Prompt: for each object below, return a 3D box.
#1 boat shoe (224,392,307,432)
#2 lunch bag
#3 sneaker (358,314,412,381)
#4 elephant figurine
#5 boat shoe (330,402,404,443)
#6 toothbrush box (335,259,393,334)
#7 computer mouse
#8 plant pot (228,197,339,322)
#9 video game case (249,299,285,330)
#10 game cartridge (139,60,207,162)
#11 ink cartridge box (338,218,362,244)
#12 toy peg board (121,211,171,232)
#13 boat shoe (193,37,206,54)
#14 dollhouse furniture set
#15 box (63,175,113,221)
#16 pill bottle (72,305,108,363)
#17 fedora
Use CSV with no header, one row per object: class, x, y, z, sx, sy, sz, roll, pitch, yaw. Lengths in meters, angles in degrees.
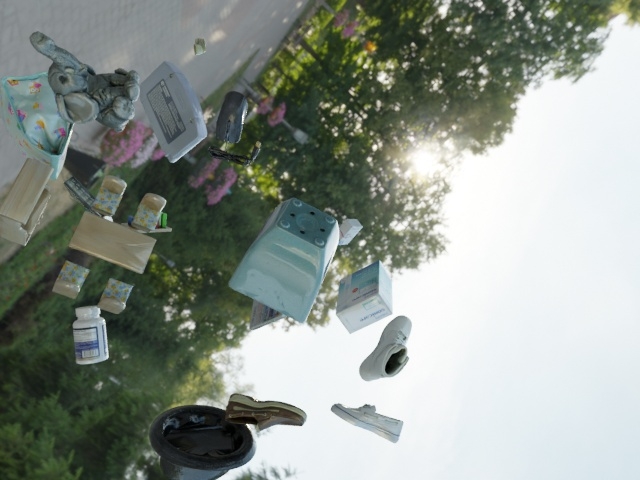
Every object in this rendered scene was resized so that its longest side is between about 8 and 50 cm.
boat shoe,-0.170,0.545,1.579,0.258,0.095,0.095,4,-132,18
lunch bag,-0.828,-0.328,1.533,0.160,0.262,0.223,-25,-179,-34
sneaker,0.270,0.369,1.795,0.292,0.108,0.169,-49,-170,-30
elephant figurine,-0.569,-0.366,1.233,0.169,0.240,0.185,30,-71,57
boat shoe,0.141,0.524,1.547,0.075,0.226,0.083,-64,-172,-8
toothbrush box,0.195,0.243,2.262,0.216,0.126,0.295,-28,-160,20
computer mouse,-0.300,-0.397,1.887,0.060,0.184,0.261,-83,-166,-70
plant pot,-0.079,0.029,1.479,0.252,0.247,0.247,-62,-178,41
video game case,-0.165,0.183,1.748,0.193,0.023,0.212,-29,-136,43
game cartridge,-0.500,-0.441,1.756,0.198,0.297,0.062,-28,172,25
ink cartridge box,0.119,-0.039,2.348,0.089,0.052,0.122,-4,140,-51
toy peg board,-0.760,-0.088,2.261,0.161,0.161,0.079,16,-76,45
boat shoe,-0.479,-0.782,2.084,0.153,0.048,0.056,-101,-172,-61
dollhouse furniture set,-0.676,-0.036,1.488,0.256,0.394,0.361,-29,-138,56
box,-0.986,-0.157,2.211,0.051,0.220,0.175,-46,-177,-20
pill bottle,-0.718,0.291,1.611,0.094,0.094,0.169,174,-89,-71
fedora,-0.375,0.658,1.617,0.334,0.334,0.152,-102,-150,-73
